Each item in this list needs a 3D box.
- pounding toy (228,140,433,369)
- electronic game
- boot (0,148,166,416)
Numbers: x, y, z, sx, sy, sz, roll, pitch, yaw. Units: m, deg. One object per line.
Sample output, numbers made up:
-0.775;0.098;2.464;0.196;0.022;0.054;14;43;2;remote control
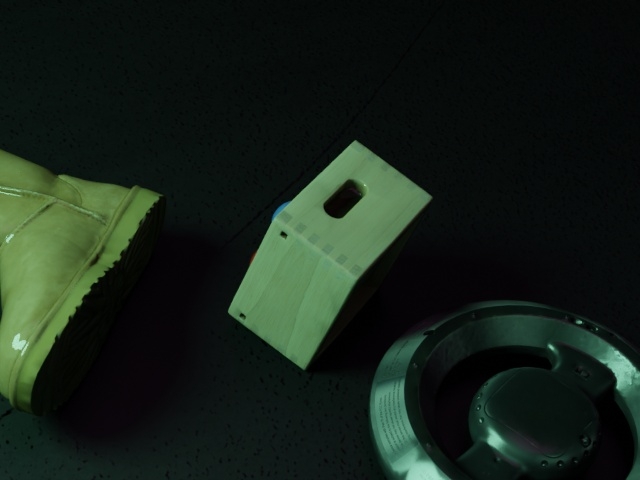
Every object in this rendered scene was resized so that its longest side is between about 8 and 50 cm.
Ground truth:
0.000;0.000;1.095;0.100;0.130;0.141;37;46;8;pounding toy
0.146;0.127;1.038;0.229;0.048;0.229;6;44;-6;electronic game
-0.268;0.003;1.054;0.269;0.089;0.236;17;32;5;boot
